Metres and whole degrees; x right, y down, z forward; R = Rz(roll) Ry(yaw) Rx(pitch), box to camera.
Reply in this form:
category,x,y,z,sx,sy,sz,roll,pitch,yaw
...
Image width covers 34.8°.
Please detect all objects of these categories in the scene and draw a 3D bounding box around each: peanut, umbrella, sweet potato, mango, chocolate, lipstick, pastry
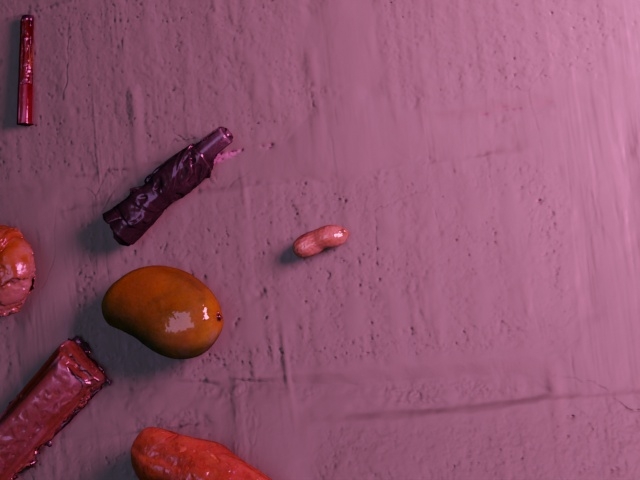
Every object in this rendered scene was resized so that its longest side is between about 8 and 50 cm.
category,x,y,z,sx,sy,sz,roll,pitch,yaw
peanut,0.000,0.000,1.423,0.083,0.037,0.037,-15,82,15
umbrella,-0.219,-0.082,1.496,0.236,0.059,0.066,-38,97,11
sweet potato,-0.148,0.335,1.436,0.252,0.097,0.097,18,93,14
mango,-0.228,0.098,1.472,0.191,0.085,0.122,25,98,18
chocolate,-0.459,0.288,1.554,0.329,0.065,0.102,-47,73,9
lipstick,-0.465,-0.269,1.607,0.027,0.027,0.176,-2,85,19
pastry,-0.508,0.047,1.576,0.153,0.081,0.153,-5,79,27
